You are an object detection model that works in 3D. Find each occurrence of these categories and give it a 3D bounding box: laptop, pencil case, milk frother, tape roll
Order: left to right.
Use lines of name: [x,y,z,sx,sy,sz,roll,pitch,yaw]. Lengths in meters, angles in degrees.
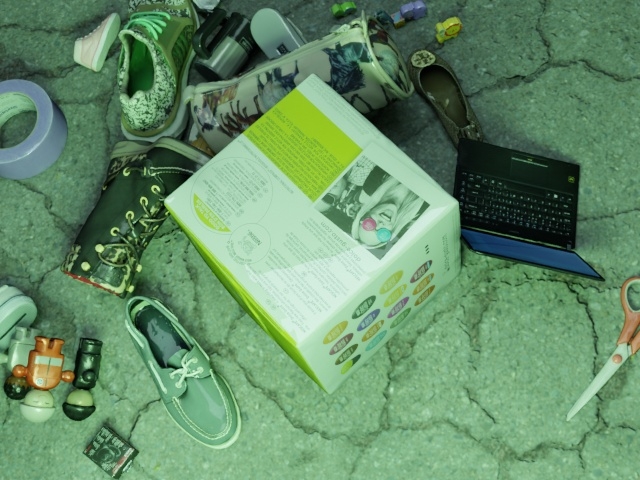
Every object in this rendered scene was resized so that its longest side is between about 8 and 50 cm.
tape roll: [-0.610,-0.222,2.043,0.189,0.080,0.188,-3,69,8]
milk frother: [-0.209,-0.393,2.042,0.134,0.129,0.143,-55,27,-13]
pencil case: [-0.046,-0.276,1.851,0.410,0.183,0.160,-18,32,24]
laptop: [0.355,-0.058,1.736,0.234,0.136,0.264,13,69,-10]

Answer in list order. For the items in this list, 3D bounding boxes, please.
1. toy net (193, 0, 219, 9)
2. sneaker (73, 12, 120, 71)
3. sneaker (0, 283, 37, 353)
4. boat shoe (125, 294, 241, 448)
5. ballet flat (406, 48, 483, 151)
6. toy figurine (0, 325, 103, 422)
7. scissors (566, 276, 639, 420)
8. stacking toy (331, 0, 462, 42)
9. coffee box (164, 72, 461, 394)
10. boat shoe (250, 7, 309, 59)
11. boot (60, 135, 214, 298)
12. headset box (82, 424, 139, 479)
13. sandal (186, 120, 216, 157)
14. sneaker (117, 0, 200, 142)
toy net: [-0.257,-0.581,2.121,0.122,0.045,0.232,1,62,-11]
sneaker: [-0.468,-0.419,2.110,0.070,0.051,0.134,18,77,11]
sneaker: [-0.641,0.188,1.890,0.258,0.094,0.091,-42,49,-12]
boat shoe: [-0.251,0.226,1.789,0.116,0.099,0.319,-34,67,-5]
ballet flat: [0.236,-0.271,1.923,0.084,0.058,0.249,-24,66,-1]
toy figurine: [-0.504,0.232,1.776,0.210,0.213,0.148,8,87,16]
scissors: [0.517,0.190,1.709,0.109,0.021,0.297,24,73,16]
stacking toy: [0.146,-0.440,2.010,0.221,0.052,0.167,-23,66,1]
coffee box: [0.000,0.000,1.704,0.334,0.337,0.338,-42,69,-8]
boat shoe: [-0.038,-0.332,1.978,0.096,0.088,0.267,-38,85,24]
boot: [-0.318,-0.038,1.822,0.377,0.138,0.284,10,71,50]
headset box: [-0.364,0.374,1.786,0.083,0.032,0.062,33,78,19]
sandal: [-0.237,-0.147,1.956,0.090,0.060,0.219,13,72,15]
sneaker: [-0.332,-0.387,2.002,0.158,0.182,0.410,-7,66,6]
